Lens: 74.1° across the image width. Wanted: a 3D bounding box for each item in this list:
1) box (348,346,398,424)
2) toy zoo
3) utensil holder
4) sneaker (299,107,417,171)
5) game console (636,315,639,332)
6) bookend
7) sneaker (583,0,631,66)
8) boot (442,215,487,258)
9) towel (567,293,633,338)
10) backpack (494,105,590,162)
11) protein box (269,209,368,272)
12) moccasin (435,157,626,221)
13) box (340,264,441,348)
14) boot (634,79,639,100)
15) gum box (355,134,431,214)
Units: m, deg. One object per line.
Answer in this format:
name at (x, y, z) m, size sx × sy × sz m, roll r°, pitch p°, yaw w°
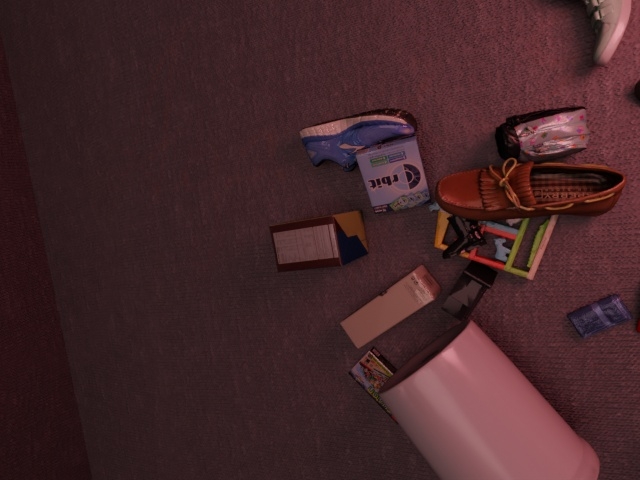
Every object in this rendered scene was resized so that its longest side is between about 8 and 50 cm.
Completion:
box at (0.194, 0.433, 1.267) m, size 0.207 × 0.036 × 0.114 m, roll 43°, pitch 114°, yaw 15°
toy zoo at (0.419, -0.040, 1.075) m, size 0.294 × 0.030 × 0.192 m, roll 20°, pitch 103°, yaw 23°
utensil holder at (0.378, 0.432, 1.019) m, size 0.327 × 0.328 × 0.385 m, roll -45°, pitch 74°, yaw 25°
sneaker at (0.108, -0.273, 1.169) m, size 0.331 × 0.130 × 0.147 m, roll -4°, pitch 110°, yaw 30°
game console at (0.790, 0.148, 0.933) m, size 0.144 × 0.085 × 0.123 m, roll 5°, pitch 69°, yaw 26°
bookend at (0.366, 0.140, 1.067) m, size 0.072 × 0.157 × 0.156 m, roll 33°, pitch 110°, yaw 19°
sneaker at (0.565, -0.497, 0.899) m, size 0.151 × 0.094 × 0.255 m, roll 9°, pitch 92°, yaw 20°
boot at (0.349, -0.017, 1.068) m, size 0.121 × 0.045 × 0.099 m, roll -25°, pitch 86°, yaw 18°
towel at (0.655, 0.179, 0.998) m, size 0.120 × 0.029 × 0.067 m, roll -34°, pitch 81°, yaw 27°
backpack at (0.502, -0.237, 0.958) m, size 0.182 × 0.152 × 0.115 m, roll -9°, pitch 99°, yaw 16°
protein box at (0.000, 0.000, 1.205) m, size 0.202 × 0.200 × 0.135 m, roll -8°, pitch 94°, yaw 28°
moccasin at (0.454, -0.114, 0.950) m, size 0.381 × 0.147 × 0.139 m, roll 7°, pitch 72°, yaw 19°
box at (0.195, 0.186, 1.187) m, size 0.275 × 0.113 × 0.094 m, roll -40°, pitch 79°, yaw 25°
boot at (0.801, -0.298, 0.829) m, size 0.306 × 0.112 × 0.115 m, roll 21°, pitch 77°, yaw 27°
gum box at (0.194, -0.168, 1.113) m, size 0.157 × 0.041 × 0.184 m, roll -11°, pitch 123°, yaw 19°
